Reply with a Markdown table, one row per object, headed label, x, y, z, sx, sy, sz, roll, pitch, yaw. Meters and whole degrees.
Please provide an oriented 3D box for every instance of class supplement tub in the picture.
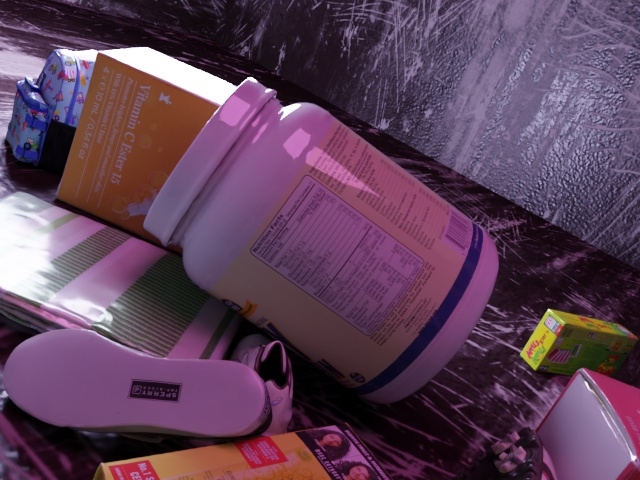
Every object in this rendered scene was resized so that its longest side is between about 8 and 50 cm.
| label | x | y | z | sx | sy | sz | roll | pitch | yaw |
| --- | --- | --- | --- | --- | --- | --- | --- | --- | --- |
| supplement tub | 0.000 | 0.000 | 0.707 | 0.325 | 0.235 | 0.235 | 36 | 18 | -7 |

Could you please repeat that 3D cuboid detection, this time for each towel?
| label | x | y | z | sx | sy | sz | roll | pitch | yaw |
| --- | --- | --- | --- | --- | --- | --- | --- | --- | --- |
| towel | -0.241 | 0.046 | 0.694 | 0.325 | 0.038 | 0.248 | 22 | 18 | -1 |

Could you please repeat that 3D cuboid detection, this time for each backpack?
| label | x | y | z | sx | sy | sz | roll | pitch | yaw |
| --- | --- | --- | --- | --- | --- | --- | --- | --- | --- |
| backpack | -0.386 | -0.204 | 0.961 | 0.117 | 0.173 | 0.158 | 9 | 25 | -37 |

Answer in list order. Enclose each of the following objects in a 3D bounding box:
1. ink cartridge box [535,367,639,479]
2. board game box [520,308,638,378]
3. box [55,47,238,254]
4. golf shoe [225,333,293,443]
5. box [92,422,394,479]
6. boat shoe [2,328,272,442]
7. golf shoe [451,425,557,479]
| label | x | y | z | sx | sy | sz | roll | pitch | yaw |
| --- | --- | --- | --- | --- | --- | --- | --- | --- | --- |
| ink cartridge box | 0.296 | 0.253 | 0.520 | 0.283 | 0.207 | 0.117 | 21 | 21 | -8 |
| board game box | 0.423 | 0.173 | 1.048 | 0.181 | 0.092 | 0.043 | 13 | 23 | -28 |
| box | -0.151 | -0.101 | 0.908 | 0.345 | 0.215 | 0.168 | 24 | 20 | -1 |
| golf shoe | -0.049 | 0.128 | 0.629 | 0.069 | 0.086 | 0.176 | 17 | 19 | -15 |
| box | -0.050 | 0.198 | 0.484 | 0.232 | 0.058 | 0.087 | 6 | 28 | -42 |
| boat shoe | -0.148 | 0.129 | 0.527 | 0.220 | 0.070 | 0.077 | 9 | 62 | 8 |
| golf shoe | 0.123 | 0.223 | 0.397 | 0.120 | 0.105 | 0.273 | 47 | 24 | 0 |
